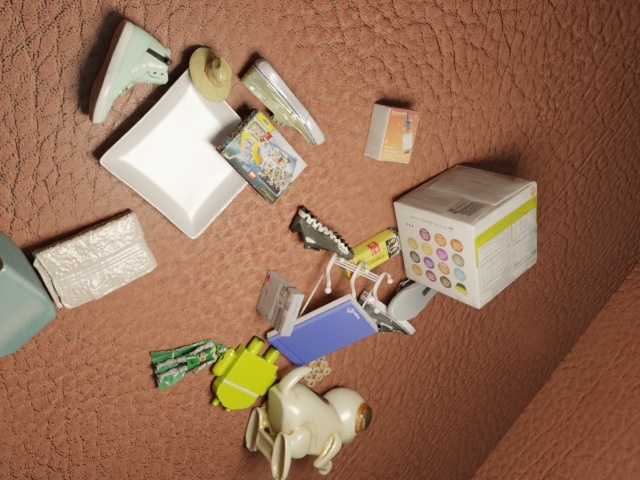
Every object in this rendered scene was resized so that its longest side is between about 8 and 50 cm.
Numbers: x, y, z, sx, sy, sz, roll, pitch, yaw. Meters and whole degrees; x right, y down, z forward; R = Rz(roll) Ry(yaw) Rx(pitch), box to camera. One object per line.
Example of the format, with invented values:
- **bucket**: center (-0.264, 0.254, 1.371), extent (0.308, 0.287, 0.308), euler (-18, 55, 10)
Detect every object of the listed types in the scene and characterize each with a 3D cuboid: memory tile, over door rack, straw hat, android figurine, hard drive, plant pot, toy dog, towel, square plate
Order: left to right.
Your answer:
- **plant pot**: center (-0.774, 0.133, 1.258), extent (0.248, 0.247, 0.252), euler (-43, 144, -9)
- **towel**: center (-0.590, 0.053, 1.432), extent (0.282, 0.049, 0.187), euler (-30, 124, -26)
- **square plate**: center (-0.351, -0.229, 1.471), extent (0.344, 0.049, 0.347), euler (-47, 127, -5)
- **straw hat**: center (-0.262, -0.433, 1.389), extent (0.145, 0.061, 0.144), euler (6, 81, -48)
- **android figurine**: center (-0.257, 0.460, 1.833), extent (0.248, 0.056, 0.272), euler (37, 87, -38)
- **memory tile**: center (-0.023, 0.474, 2.012), extent (0.113, 0.012, 0.148), euler (-33, 124, -16)
- **toy dog**: center (-0.020, 0.637, 1.959), extent (0.408, 0.285, 0.394), euler (8, 88, -35)
- **hard drive**: center (0.009, 0.313, 1.839), extent (0.319, 0.040, 0.210), euler (-27, 131, 14)
- **over door rack**: center (0.072, 0.215, 1.847), extent (0.240, 0.108, 0.324), euler (26, 109, -30)

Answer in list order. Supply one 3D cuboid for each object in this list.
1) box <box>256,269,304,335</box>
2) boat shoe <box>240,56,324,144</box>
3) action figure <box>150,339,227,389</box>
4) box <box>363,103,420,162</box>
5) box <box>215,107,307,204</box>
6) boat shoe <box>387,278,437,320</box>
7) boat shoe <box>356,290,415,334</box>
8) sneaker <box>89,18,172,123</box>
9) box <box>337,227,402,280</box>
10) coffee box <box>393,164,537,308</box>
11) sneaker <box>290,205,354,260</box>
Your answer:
- **box**: center (-0.131, 0.195, 1.710), extent (0.038, 0.186, 0.145), euler (9, 105, -37)
- **boat shoe**: center (-0.105, -0.378, 1.539), extent (0.094, 0.109, 0.302), euler (-39, 118, 7)
- **action figure**: center (-0.404, 0.375, 1.705), extent (0.232, 0.063, 0.137), euler (-18, 116, -28)
- **box**: center (0.232, -0.347, 1.754), extent (0.130, 0.091, 0.170), euler (-1, 112, -31)
- **box**: center (-0.163, -0.235, 1.531), extent (0.159, 0.044, 0.233), euler (-49, 129, -7)
- **boat shoe**: center (0.342, 0.196, 2.035), extent (0.306, 0.105, 0.113), euler (-40, 110, -30)
- **boat shoe**: center (0.239, 0.300, 2.039), extent (0.301, 0.108, 0.102), euler (36, 89, -35)
- **sneaker**: center (-0.455, -0.381, 1.312), extent (0.151, 0.094, 0.255), euler (20, 101, -39)
- **box**: center (0.177, 0.047, 1.916), extent (0.232, 0.058, 0.087), euler (-28, 126, -18)
- **coffee box**: center (0.514, -0.026, 1.896), extent (0.338, 0.338, 0.334), euler (-31, 124, -27)
- **sneaker**: center (0.000, 0.000, 1.733), extent (0.234, 0.078, 0.106), euler (39, 102, -2)
